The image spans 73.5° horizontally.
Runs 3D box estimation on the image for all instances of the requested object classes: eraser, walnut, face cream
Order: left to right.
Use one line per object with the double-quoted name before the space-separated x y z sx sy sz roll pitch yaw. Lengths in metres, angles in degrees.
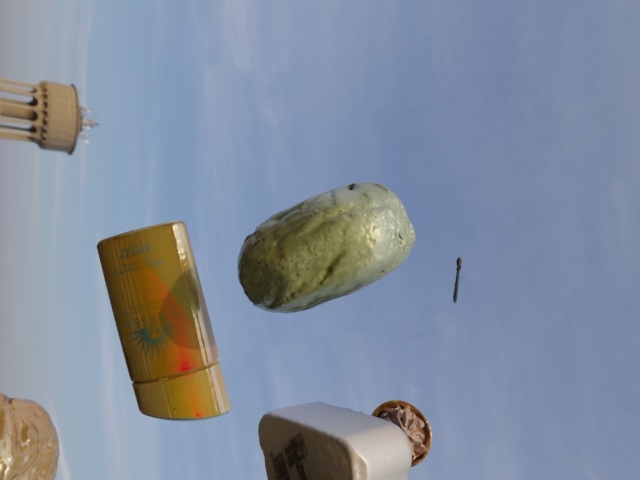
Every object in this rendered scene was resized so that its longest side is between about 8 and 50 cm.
"walnut" -0.532 0.372 0.688 0.198 0.198 0.244 -14 -114 48
"face cream" -0.227 0.123 0.620 0.140 0.067 0.284 -15 -90 10
"eraser" -0.002 0.451 0.852 0.331 0.150 0.330 -11 -103 55

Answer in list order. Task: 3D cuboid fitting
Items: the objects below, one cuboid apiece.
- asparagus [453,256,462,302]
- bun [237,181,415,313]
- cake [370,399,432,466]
"asparagus" 0.346 0.104 1.086 0.016 0.013 0.166 -102 -179 -50
"bun" -0.003 0.001 0.513 0.221 0.221 0.108 -16 -75 48
"cake" 0.230 0.574 1.290 0.185 0.178 0.208 -44 -125 -14
